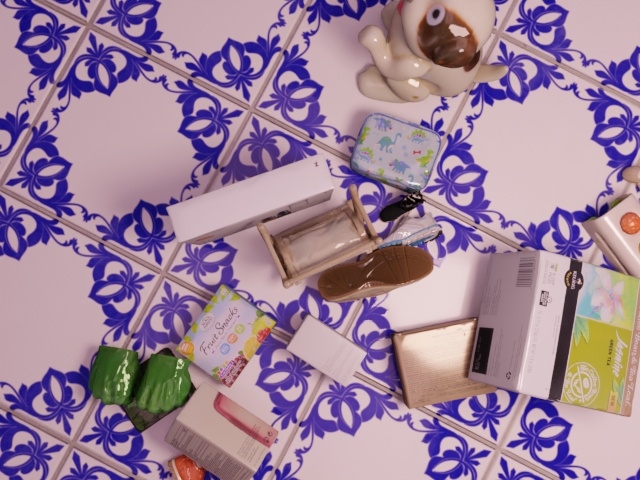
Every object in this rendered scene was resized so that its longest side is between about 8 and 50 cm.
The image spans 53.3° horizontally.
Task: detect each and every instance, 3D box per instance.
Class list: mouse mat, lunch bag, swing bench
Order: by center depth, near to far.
[{"bbox_3d":[0.000,0.000,1.574,0.253,0.254,0.165,-24,84,-2],"label":"swing bench"},{"bbox_3d":[-0.438,0.391,1.672,0.190,0.007,0.152,-34,87,-3],"label":"mouse mat"},{"bbox_3d":[0.199,-0.233,1.676,0.219,0.090,0.176,19,87,0],"label":"lunch bag"}]

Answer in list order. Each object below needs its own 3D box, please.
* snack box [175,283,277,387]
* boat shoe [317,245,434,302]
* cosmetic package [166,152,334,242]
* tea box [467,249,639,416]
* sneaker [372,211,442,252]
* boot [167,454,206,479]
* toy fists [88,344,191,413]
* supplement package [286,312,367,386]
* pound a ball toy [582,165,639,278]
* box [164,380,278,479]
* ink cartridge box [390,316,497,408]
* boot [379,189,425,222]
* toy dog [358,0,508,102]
[{"bbox_3d":[-0.242,0.245,1.651,0.174,0.070,0.207,36,86,1],"label":"snack box"},{"bbox_3d":[0.143,0.094,1.654,0.302,0.098,0.109,-17,71,0],"label":"boat shoe"},{"bbox_3d":[-0.159,-0.092,1.566,0.377,0.284,0.097,-20,87,-1],"label":"cosmetic package"},{"bbox_3d":[0.574,0.221,1.544,0.323,0.220,0.329,14,82,-17],"label":"tea box"},{"bbox_3d":[0.219,-0.018,1.683,0.191,0.071,0.083,-20,64,0],"label":"sneaker"},{"bbox_3d":[-0.321,0.620,1.635,0.084,0.059,0.158,-26,86,-7],"label":"boot"},{"bbox_3d":[-0.456,0.356,1.610,0.279,0.096,0.142,7,72,14],"label":"toy fists"},{"bbox_3d":[0.014,0.277,1.634,0.179,0.105,0.105,33,88,1],"label":"supplement package"},{"bbox_3d":[0.845,-0.019,1.648,0.208,0.136,0.319,-35,88,-2],"label":"pound a ball toy"},{"bbox_3d":[-0.246,0.484,1.578,0.232,0.148,0.127,34,45,1],"label":"box"},{"bbox_3d":[0.314,0.313,1.644,0.235,0.088,0.193,-10,86,-2],"label":"ink cartridge box"},{"bbox_3d":[0.213,-0.088,1.662,0.121,0.099,0.045,-25,86,-2],"label":"boot"},{"bbox_3d":[0.278,-0.478,1.533,0.395,0.408,0.284,28,87,1],"label":"toy dog"}]
